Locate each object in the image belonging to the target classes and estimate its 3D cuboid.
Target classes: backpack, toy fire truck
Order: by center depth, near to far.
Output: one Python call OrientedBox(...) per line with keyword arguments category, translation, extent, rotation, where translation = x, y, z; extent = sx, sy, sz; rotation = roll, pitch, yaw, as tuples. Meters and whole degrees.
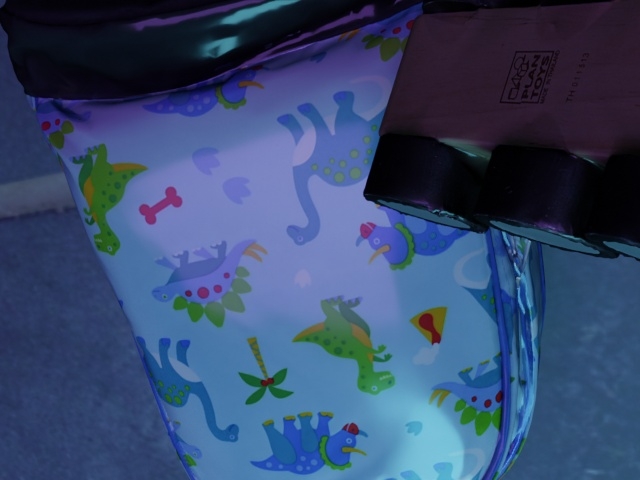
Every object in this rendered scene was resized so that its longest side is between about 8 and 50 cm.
OrientedBox(category="toy fire truck", translation=(0.179, -0.050, 0.480), extent=(0.246, 0.217, 0.158), rotation=(19, 87, -30))
OrientedBox(category="backpack", translation=(0.000, 0.000, 0.667), extent=(0.290, 0.273, 0.355), rotation=(-12, 124, 6))
